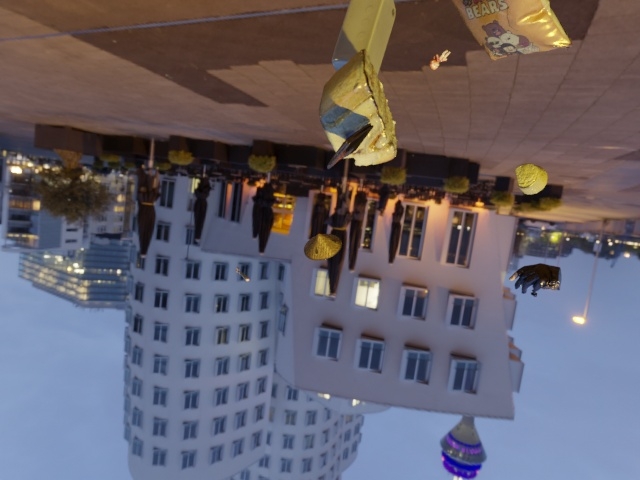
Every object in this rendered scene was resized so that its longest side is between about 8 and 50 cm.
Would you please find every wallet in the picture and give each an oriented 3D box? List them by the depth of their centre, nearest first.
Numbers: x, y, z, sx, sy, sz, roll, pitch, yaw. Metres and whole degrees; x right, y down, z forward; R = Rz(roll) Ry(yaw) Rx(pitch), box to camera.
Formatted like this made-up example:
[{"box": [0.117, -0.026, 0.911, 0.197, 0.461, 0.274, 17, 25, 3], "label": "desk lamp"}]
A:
[{"box": [0.100, -0.319, 1.365, 0.025, 0.124, 0.244, 41, -143, 2], "label": "wallet"}]

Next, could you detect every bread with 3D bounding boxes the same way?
[{"box": [0.124, -0.487, 1.559, 0.263, 0.239, 0.395, -11, 136, 26], "label": "bread"}, {"box": [0.910, -0.271, 1.756, 0.114, 0.129, 0.111, 5, 158, -44], "label": "bread"}]

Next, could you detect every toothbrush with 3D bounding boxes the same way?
[{"box": [-0.371, 0.159, 1.922, 0.018, 0.024, 0.257, 3, -174, -22], "label": "toothbrush"}]

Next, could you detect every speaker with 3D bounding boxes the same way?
[{"box": [0.207, -0.967, 1.919, 0.184, 0.407, 0.183, 13, 171, 26], "label": "speaker"}]

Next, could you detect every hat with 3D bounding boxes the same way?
[{"box": [0.000, 0.000, 1.483, 0.145, 0.067, 0.146, -10, -140, 9], "label": "hat"}]

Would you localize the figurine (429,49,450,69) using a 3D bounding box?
[{"box": [0.539, -0.820, 1.833, 0.064, 0.047, 0.109, 10, 159, -27], "label": "figurine"}]

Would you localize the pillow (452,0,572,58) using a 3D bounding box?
[{"box": [0.576, -0.690, 1.259, 0.312, 0.119, 0.310, 37, -179, -29], "label": "pillow"}]

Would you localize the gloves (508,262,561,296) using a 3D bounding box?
[{"box": [0.817, 0.141, 1.559, 0.180, 0.129, 0.106, -2, 144, 36], "label": "gloves"}]
